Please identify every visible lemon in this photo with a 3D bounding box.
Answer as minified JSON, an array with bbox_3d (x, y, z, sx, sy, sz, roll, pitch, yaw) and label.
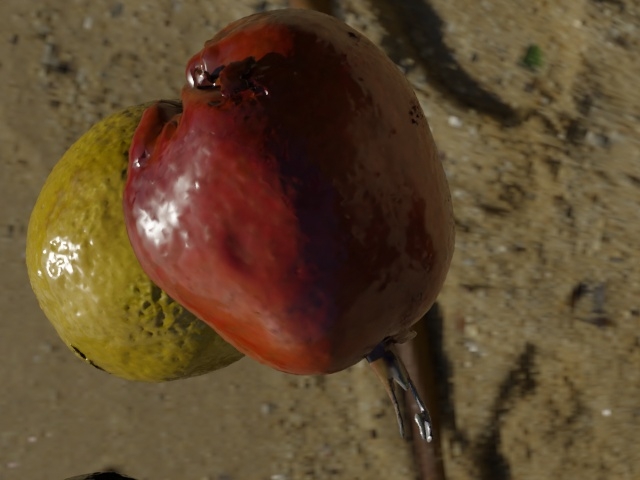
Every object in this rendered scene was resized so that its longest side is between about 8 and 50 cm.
[{"bbox_3d":[-0.144,0.002,1.678,0.293,0.293,0.293,-2,85,29],"label":"lemon"}]

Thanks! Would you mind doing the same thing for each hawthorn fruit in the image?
[{"bbox_3d":[0.000,0.000,1.131,0.211,0.211,0.299,-31,96,24],"label":"hawthorn fruit"}]

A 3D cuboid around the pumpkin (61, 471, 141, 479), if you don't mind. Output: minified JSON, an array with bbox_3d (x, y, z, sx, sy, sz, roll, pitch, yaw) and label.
[{"bbox_3d":[-0.184,0.292,1.385,0.223,0.157,0.224,-27,47,34],"label":"pumpkin"}]
